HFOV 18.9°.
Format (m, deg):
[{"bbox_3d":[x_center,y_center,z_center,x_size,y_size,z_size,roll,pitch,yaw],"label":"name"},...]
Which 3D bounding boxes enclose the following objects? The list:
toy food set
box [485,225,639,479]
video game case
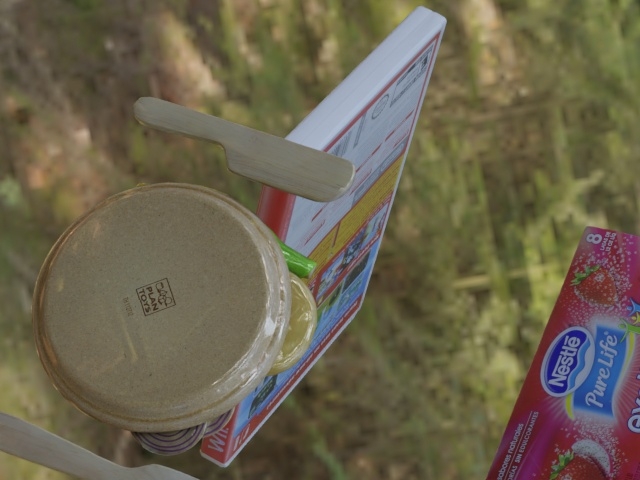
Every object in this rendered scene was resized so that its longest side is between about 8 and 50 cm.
[{"bbox_3d":[-0.070,0.035,0.900,0.038,0.132,0.192,72,41,-68],"label":"toy food set"},{"bbox_3d":[0.225,0.134,1.462,0.257,0.123,0.128,-65,154,-27],"label":"box"},{"bbox_3d":[0.000,0.000,1.304,0.204,0.025,0.285,-48,160,-44],"label":"video game case"}]
